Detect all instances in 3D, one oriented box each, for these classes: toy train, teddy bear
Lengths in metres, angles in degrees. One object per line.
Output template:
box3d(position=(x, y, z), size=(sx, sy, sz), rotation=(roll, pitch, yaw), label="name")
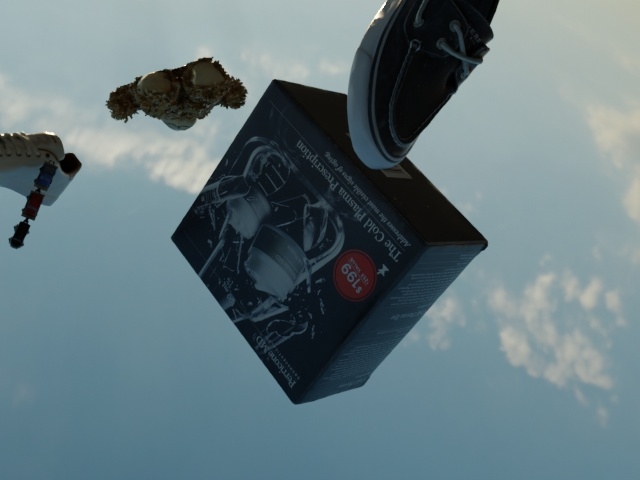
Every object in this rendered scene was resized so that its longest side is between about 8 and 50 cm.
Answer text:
box3d(position=(-0.469, -0.060, 1.342), size=(0.027, 0.036, 0.158), rotation=(24, -104, -20), label="toy train")
box3d(position=(-0.253, -0.255, 1.485), size=(0.245, 0.338, 0.113), rotation=(-20, -79, -26), label="teddy bear")

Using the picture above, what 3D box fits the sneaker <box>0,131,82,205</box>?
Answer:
box3d(position=(-0.514, -0.153, 1.374), size=(0.106, 0.123, 0.290), rotation=(50, -172, 20), label="sneaker")

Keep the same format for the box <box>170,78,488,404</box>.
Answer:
box3d(position=(0.000, 0.000, 1.193), size=(0.179, 0.312, 0.343), rotation=(-2, -135, -52), label="box")

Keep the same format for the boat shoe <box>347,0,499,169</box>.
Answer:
box3d(position=(0.123, -0.206, 0.837), size=(0.108, 0.102, 0.301), rotation=(45, -118, -40), label="boat shoe")
